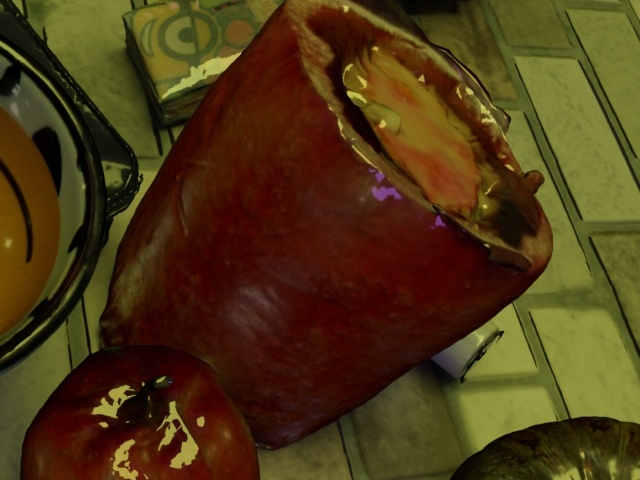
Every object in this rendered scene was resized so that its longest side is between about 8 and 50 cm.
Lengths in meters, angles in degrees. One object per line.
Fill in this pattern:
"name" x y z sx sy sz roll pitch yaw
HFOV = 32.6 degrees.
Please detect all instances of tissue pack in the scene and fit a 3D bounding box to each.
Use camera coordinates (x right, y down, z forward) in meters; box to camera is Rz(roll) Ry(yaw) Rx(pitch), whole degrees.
"tissue pack" -0.094 -0.178 0.988 0.148 0.060 0.108 -22 67 -9

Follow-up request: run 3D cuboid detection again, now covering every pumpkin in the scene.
"pumpkin" 0.189 0.231 0.790 0.219 0.162 0.219 -5 51 6

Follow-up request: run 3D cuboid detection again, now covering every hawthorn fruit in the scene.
"hawthorn fruit" -0.113 0.138 0.701 0.157 0.194 0.157 6 48 -6

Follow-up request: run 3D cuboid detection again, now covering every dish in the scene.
"dish" -0.278 -0.007 0.655 0.303 0.120 0.303 11 59 -18

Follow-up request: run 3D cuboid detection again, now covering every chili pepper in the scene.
"chili pepper" 0.000 0.000 0.806 0.251 0.305 0.229 25 42 -20

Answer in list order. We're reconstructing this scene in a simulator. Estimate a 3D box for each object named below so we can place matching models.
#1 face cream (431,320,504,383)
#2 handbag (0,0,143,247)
"face cream" 0.046 0.023 0.937 0.244 0.058 0.092 39 56 16
"handbag" -0.332 -0.051 0.797 0.326 0.118 0.269 -31 79 -36
